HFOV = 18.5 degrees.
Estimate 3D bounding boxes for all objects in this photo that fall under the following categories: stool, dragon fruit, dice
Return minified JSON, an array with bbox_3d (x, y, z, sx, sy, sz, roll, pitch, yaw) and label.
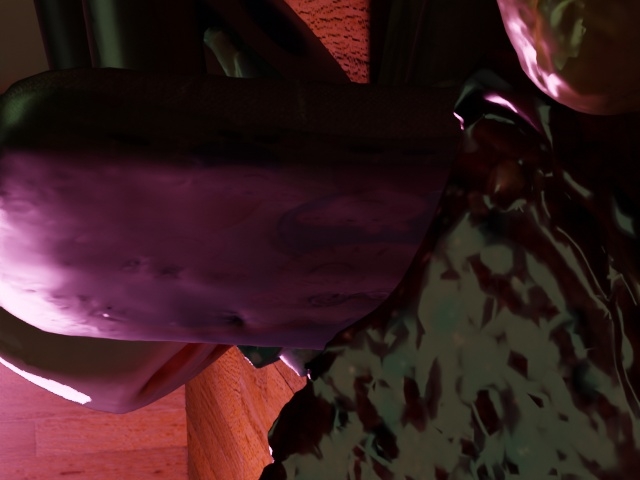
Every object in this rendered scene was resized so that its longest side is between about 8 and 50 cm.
[{"bbox_3d":[-0.019,-0.085,1.036,0.310,0.310,0.226,112,160,-66],"label":"stool"},{"bbox_3d":[0.134,0.108,0.817,0.286,0.228,0.329,27,103,43],"label":"dragon fruit"},{"bbox_3d":[-0.145,-0.071,1.482,0.304,0.277,0.304,46,-163,8],"label":"dice"}]

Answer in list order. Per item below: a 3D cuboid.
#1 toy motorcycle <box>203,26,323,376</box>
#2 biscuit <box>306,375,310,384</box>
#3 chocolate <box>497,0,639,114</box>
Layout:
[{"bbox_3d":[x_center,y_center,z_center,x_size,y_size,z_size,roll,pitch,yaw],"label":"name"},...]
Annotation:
[{"bbox_3d":[-0.001,-0.001,1.236,0.296,0.198,0.109,47,-167,8],"label":"toy motorcycle"},{"bbox_3d":[0.030,0.140,1.485,0.106,0.070,0.252,-109,19,-55],"label":"biscuit"},{"bbox_3d":[0.110,-0.195,0.740,0.134,0.134,0.309,113,156,-69],"label":"chocolate"}]
